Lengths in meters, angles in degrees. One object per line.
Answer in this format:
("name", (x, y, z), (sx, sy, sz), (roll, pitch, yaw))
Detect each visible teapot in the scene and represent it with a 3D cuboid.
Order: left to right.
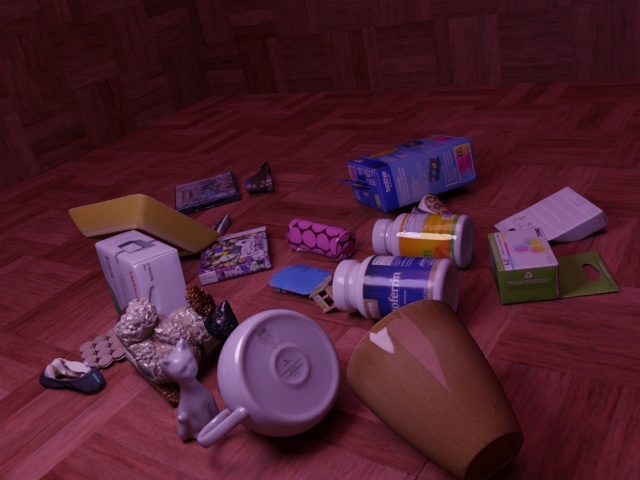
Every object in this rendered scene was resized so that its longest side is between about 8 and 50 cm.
("teapot", (-0.099, 0.267, 1.182), (0.256, 0.252, 0.187), (12, -30, -28))

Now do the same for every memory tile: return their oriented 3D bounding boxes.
("memory tile", (-0.543, 0.275, 1.536), (0.113, 0.012, 0.148), (-30, 30, -13))

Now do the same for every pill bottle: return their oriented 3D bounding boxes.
("pill bottle", (0.171, 0.111, 1.407), (0.265, 0.153, 0.153), (2, 29, 28))
("pill bottle", (0.267, -0.003, 1.609), (0.246, 0.136, 0.136), (3, 30, 29))

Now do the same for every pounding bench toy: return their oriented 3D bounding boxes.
("pounding bench toy", (0.025, 0.131, 1.523), (0.052, 0.065, 0.083), (-34, 9, 38))

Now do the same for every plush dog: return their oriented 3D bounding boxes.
("plush dog", (-0.304, 0.220, 1.370), (0.225, 0.262, 0.210), (-38, 68, -25))

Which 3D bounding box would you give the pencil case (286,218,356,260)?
("pencil case", (0.000, 0.000, 1.779), (0.209, 0.098, 0.095), (12, -9, 41))

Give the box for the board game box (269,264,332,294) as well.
("board game box", (-0.049, 0.115, 1.636), (0.169, 0.033, 0.133), (12, 30, 32))

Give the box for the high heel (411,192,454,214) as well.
("high heel", (0.367, -0.058, 1.787), (0.186, 0.093, 0.261), (26, 19, 11))

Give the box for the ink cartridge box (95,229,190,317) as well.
("ink cartridge box", (-0.459, 0.109, 1.598), (0.121, 0.211, 0.289), (-23, 24, -32))

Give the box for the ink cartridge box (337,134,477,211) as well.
("ink cartridge box", (0.261, -0.214, 1.982), (0.395, 0.151, 0.270), (-21, 17, -12))

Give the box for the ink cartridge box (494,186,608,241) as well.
("ink cartridge box", (0.616, -0.042, 1.656), (0.232, 0.066, 0.189), (-32, 25, 7))

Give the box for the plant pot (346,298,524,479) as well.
("plant pot", (0.207, 0.270, 1.032), (0.237, 0.237, 0.254), (-21, 42, -17))

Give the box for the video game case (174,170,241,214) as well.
("video game case", (-0.446, -0.188, 2.409), (0.248, 0.035, 0.275), (-15, 26, -7))

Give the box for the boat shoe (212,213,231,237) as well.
("boat shoe", (-0.336, -0.050, 2.078), (0.038, 0.046, 0.125), (0, 37, 14))

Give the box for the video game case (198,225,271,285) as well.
("video game case", (-0.257, 0.042, 1.858), (0.210, 0.042, 0.232), (-14, 26, 0))

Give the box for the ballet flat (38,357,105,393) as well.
("ballet flat", (-0.592, 0.309, 1.441), (0.203, 0.074, 0.074), (2, 30, 28))

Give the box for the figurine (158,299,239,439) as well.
("figurine", (-0.221, 0.257, 1.222), (0.092, 0.209, 0.215), (5, 31, 32))

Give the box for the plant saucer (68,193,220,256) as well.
("plant saucer", (-0.533, -0.019, 1.852), (0.333, 0.333, 0.081), (-8, 65, 32))

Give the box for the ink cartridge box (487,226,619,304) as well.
("ink cartridge box", (0.535, 0.048, 1.434), (0.255, 0.097, 0.189), (-8, 26, 11))

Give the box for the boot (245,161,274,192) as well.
("boot", (-0.242, -0.245, 2.382), (0.106, 0.082, 0.219), (-11, 28, -3))
